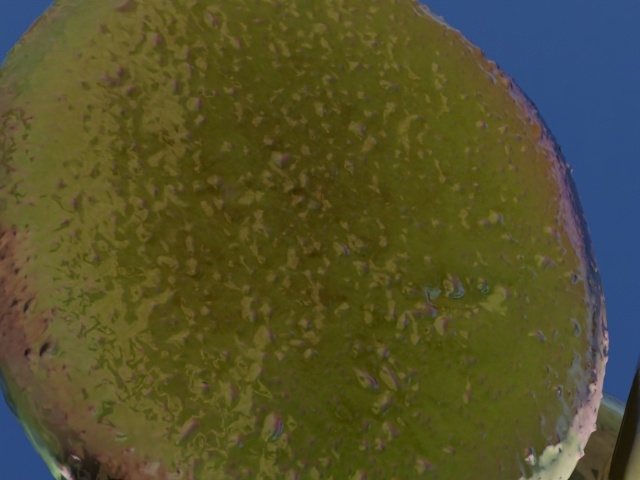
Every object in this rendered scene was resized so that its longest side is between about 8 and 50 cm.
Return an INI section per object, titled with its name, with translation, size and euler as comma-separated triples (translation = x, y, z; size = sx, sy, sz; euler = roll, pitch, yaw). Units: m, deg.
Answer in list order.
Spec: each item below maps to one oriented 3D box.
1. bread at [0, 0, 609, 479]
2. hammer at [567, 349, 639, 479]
[bread]
translation = 0.000, 0.000, 0.497
size = 0.228, 0.033, 0.228
euler = 13, -119, -25
[hammer]
translation = 0.171, 0.102, 0.776
size = 0.202, 0.305, 0.113
euler = 29, -119, 18
